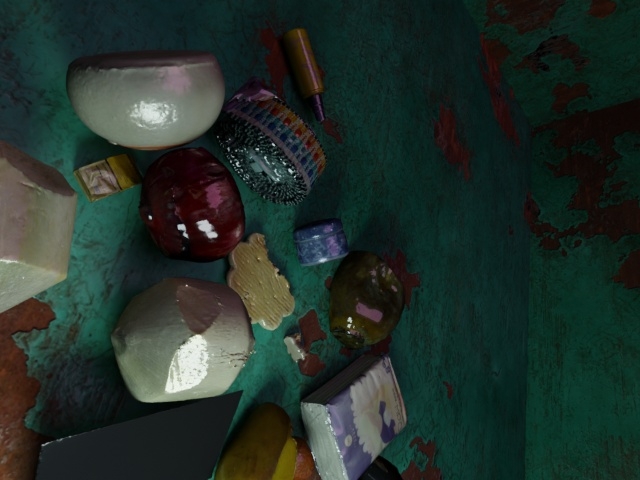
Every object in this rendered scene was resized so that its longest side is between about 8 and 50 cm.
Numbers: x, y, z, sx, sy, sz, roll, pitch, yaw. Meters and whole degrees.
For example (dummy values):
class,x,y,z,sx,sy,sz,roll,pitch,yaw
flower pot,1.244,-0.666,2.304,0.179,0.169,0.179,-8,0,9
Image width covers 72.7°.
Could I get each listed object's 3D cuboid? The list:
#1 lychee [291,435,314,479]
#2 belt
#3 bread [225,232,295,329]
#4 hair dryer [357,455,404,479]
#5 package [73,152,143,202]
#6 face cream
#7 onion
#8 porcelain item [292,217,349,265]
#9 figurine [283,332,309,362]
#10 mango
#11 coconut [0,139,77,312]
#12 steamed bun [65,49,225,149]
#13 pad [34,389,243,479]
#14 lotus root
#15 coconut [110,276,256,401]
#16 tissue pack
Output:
class,x,y,z,sx,sy,sz,roll,pitch,yaw
lychee,-0.079,0.535,1.076,0.140,0.101,0.114,52,32,-10
belt,-0.122,-0.239,1.104,0.295,0.207,0.160,44,55,-15
bread,-0.162,0.113,1.111,0.182,0.039,0.250,-41,113,-43
hair dryer,0.082,0.698,1.142,0.360,0.304,0.119,-8,100,-26
package,-0.414,-0.130,0.872,0.131,0.047,0.070,-33,104,-44
face cream,-0.039,-0.500,1.336,0.078,0.078,0.273,-29,104,-47
onion,-0.266,-0.067,0.880,0.190,0.247,0.246,-19,97,-41
porcelain item,0.000,0.000,1.230,0.147,0.147,0.114,-19,97,-48
figurine,-0.064,0.287,1.188,0.083,0.047,0.051,65,28,-7
mango,-0.139,0.495,0.980,0.261,0.167,0.129,-63,151,-42
coconut,-0.490,-0.007,0.629,0.239,0.239,0.244,15,66,-46
steamed bun,-0.325,-0.268,0.843,0.283,0.283,0.177,-33,132,-46
pad,-0.324,0.412,0.802,0.368,0.007,0.247,2,114,-48
lotus root,0.143,0.204,1.355,0.267,0.149,0.260,56,46,-20
coconut,-0.266,0.187,0.831,0.247,0.245,0.244,18,69,-52
tissue pack,0.111,0.504,1.268,0.344,0.126,0.242,-18,92,-49
